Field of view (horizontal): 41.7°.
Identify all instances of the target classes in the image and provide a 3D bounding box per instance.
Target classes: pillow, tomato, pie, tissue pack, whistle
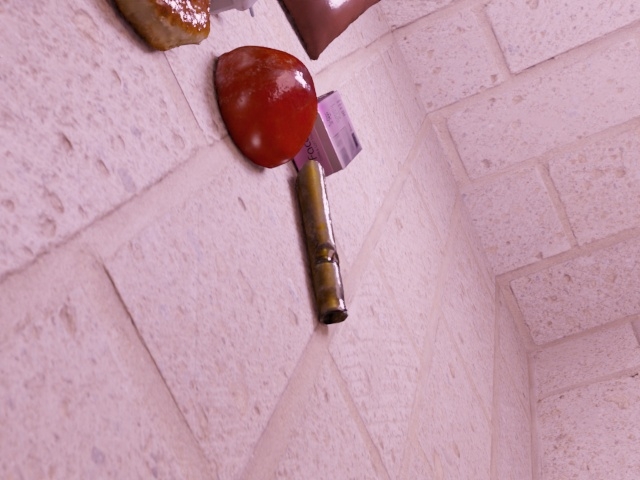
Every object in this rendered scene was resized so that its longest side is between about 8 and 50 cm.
[{"bbox_3d":[0.012,-0.650,2.064,0.308,0.108,0.305,-46,123,-23],"label":"pillow"},{"bbox_3d":[-0.082,-0.255,1.485,0.200,0.139,0.233,41,33,-44],"label":"tomato"},{"bbox_3d":[-0.261,-0.440,1.259,0.315,0.092,0.315,53,25,-40],"label":"pie"},{"bbox_3d":[0.003,-0.222,1.766,0.149,0.092,0.246,67,18,-10],"label":"tissue pack"},{"bbox_3d":[-0.001,0.000,1.570,0.068,0.057,0.326,122,-37,-54],"label":"whistle"}]

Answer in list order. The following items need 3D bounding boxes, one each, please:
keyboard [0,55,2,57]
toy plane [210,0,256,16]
[{"bbox_3d":[-0.351,-0.362,0.984,0.103,0.041,0.381,49,27,-46],"label":"keyboard"},{"bbox_3d":[-0.171,-0.541,1.573,0.267,0.122,0.267,-14,90,-90],"label":"toy plane"}]
